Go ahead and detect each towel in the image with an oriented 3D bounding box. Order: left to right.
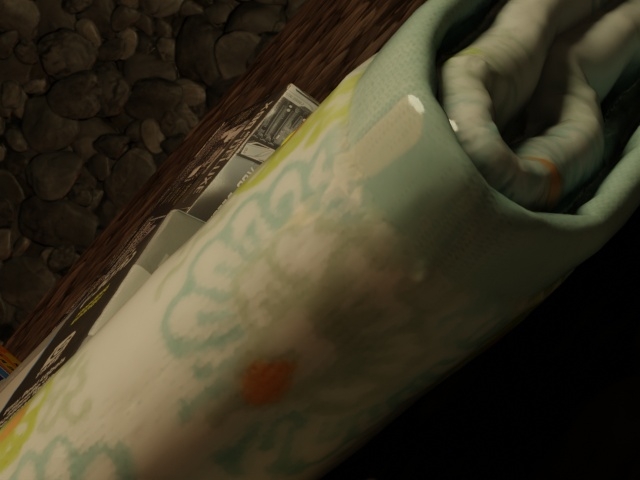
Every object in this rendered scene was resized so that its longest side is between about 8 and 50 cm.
[{"bbox_3d":[0.006,0.024,0.718,0.320,0.090,0.374,-46,-4,28],"label":"towel"}]

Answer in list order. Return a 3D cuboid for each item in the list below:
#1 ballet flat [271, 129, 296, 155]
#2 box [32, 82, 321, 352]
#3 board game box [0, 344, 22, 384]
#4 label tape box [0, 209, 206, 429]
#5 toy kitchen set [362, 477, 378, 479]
[{"bbox_3d":[0.000,0.000,1.146,0.077,0.077,0.231,-20,25,26],"label":"ballet flat"},{"bbox_3d":[-0.115,0.026,1.528,0.307,0.076,0.242,-51,9,-12],"label":"box"},{"bbox_3d":[-0.471,0.194,1.638,0.356,0.356,0.356,-48,9,6],"label":"board game box"},{"bbox_3d":[-0.140,0.112,1.178,0.249,0.115,0.348,-43,12,33],"label":"label tape box"},{"bbox_3d":[-0.037,0.179,0.516,0.207,0.122,0.166,-29,9,-1],"label":"toy kitchen set"}]
